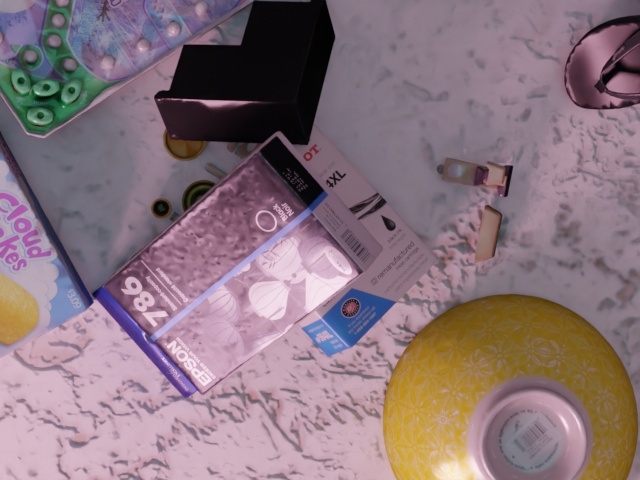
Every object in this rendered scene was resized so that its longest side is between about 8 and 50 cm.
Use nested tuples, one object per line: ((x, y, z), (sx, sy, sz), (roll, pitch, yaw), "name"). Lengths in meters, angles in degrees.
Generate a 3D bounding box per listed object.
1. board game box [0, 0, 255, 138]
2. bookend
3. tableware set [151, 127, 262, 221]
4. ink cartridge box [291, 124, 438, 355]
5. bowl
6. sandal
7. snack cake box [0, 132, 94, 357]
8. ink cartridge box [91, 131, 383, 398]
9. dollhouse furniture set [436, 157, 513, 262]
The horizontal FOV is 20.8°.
((-0.251, -0.372, 1.856), (0.390, 0.050, 0.390), (-34, 94, -10), "board game box")
((-0.079, -0.186, 1.874), (0.157, 0.072, 0.156), (2, 55, 15), "bookend")
((-0.132, -0.086, 1.918), (0.104, 0.024, 0.154), (32, 91, -4), "tableware set")
((0.000, 0.000, 1.883), (0.203, 0.086, 0.148), (47, 73, -5), "ink cartridge box")
((0.218, 0.207, 1.888), (0.289, 0.156, 0.289), (0, 93, -4), "bowl")
((0.358, -0.195, 1.849), (0.054, 0.254, 0.097), (-46, 112, -42), "sandal")
((-0.373, -0.009, 1.875), (0.152, 0.089, 0.264), (-29, 94, -1), "snack cake box")
((-0.104, 0.045, 1.820), (0.165, 0.065, 0.332), (47, 125, -4), "ink cartridge box")
((0.157, -0.034, 1.917), (0.081, 0.091, 0.114), (11, 95, 11), "dollhouse furniture set")
